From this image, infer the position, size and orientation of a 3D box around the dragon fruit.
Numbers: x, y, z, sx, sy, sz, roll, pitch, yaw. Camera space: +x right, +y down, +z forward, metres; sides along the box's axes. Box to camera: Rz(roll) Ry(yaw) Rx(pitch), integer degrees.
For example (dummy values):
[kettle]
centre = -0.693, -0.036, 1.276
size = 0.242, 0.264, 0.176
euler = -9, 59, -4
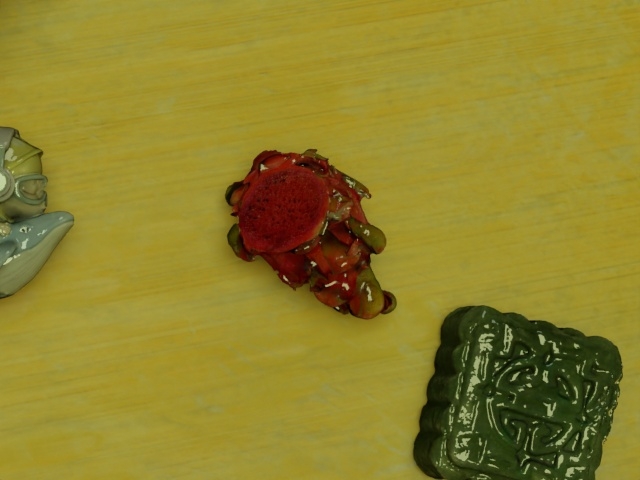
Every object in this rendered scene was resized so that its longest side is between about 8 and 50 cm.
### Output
[dragon fruit]
centre = 0.000, 0.000, 1.755
size = 0.133, 0.150, 0.208
euler = -41, 99, 20

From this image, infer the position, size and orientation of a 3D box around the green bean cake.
[green bean cake]
centre = 0.205, 0.170, 1.787
size = 0.185, 0.094, 0.183
euler = 16, 82, -11

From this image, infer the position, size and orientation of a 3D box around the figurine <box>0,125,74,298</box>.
[figurine]
centre = -0.344, -0.023, 1.707
size = 0.208, 0.128, 0.184
euler = 5, 82, -3
